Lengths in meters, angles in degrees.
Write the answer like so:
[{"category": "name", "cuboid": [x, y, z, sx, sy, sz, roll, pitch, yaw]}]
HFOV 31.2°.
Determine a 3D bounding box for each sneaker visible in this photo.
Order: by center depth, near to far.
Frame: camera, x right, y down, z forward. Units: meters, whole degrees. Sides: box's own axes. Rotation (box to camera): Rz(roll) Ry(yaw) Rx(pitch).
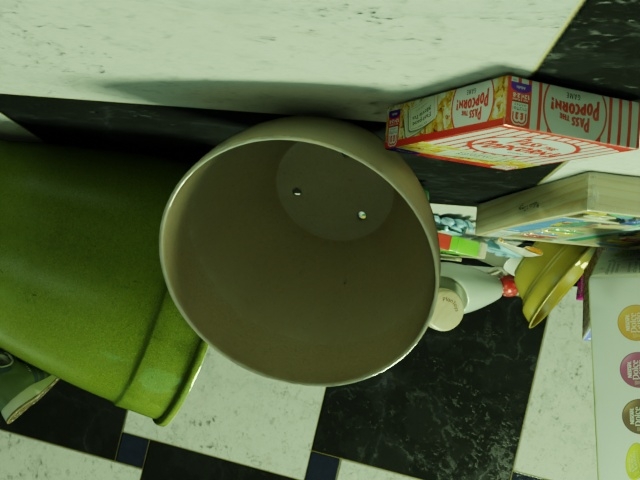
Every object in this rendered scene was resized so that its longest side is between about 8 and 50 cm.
[{"category": "sneaker", "cuboid": [-0.405, 0.179, 1.528, 0.086, 0.064, 0.192, 45, -174, -2]}]

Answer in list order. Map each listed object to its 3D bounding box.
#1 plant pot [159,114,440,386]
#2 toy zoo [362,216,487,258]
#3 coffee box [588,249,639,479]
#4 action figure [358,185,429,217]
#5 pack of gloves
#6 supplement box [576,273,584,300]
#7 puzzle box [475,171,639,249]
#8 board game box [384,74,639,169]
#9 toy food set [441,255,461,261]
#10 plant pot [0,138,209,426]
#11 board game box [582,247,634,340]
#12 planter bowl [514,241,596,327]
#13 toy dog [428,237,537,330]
[{"category": "plant pot", "cuboid": [-0.004, -0.018, 1.201, 0.284, 0.284, 0.191, 4, -150, 12]}, {"category": "toy zoo", "cuboid": [0.129, -0.013, 2.063, 0.293, 0.030, 0.192, 13, 177, -16]}, {"category": "coffee box", "cuboid": [0.577, 0.190, 1.697, 0.334, 0.337, 0.338, -2, -175, 16]}, {"category": "action figure", "cuboid": [0.087, -0.052, 1.683, 0.137, 0.063, 0.232, 11, 169, -28]}, {"category": "pack of gloves", "cuboid": [0.282, -0.020, 2.060, 0.195, 0.046, 0.232, 20, 175, -5]}, {"category": "supplement box", "cuboid": [0.582, 0.064, 2.256, 0.114, 0.111, 0.220, 5, 174, 1]}, {"category": "puzzle box", "cuboid": [0.414, -0.034, 1.614, 0.272, 0.052, 0.409, 5, 175, -11]}, {"category": "board game box", "cuboid": [0.170, -0.104, 1.045, 0.147, 0.045, 0.193, 7, 175, -26]}, {"category": "toy food set", "cuboid": [0.153, 0.031, 2.100, 0.192, 0.038, 0.132, 13, 177, -23]}, {"category": "plant pot", "cuboid": [-0.326, 0.024, 1.515, 0.353, 0.366, 0.366, 18, 172, -14]}, {"category": "board game box", "cuboid": [0.624, 0.089, 2.008, 0.291, 0.141, 0.232, 4, 159, 5]}, {"category": "planter bowl", "cuboid": [0.422, 0.052, 2.115, 0.090, 0.217, 0.217, 40, -174, 16]}, {"category": "toy dog", "cuboid": [0.306, 0.054, 2.262, 0.334, 0.161, 0.220, -23, -164, -33]}]
